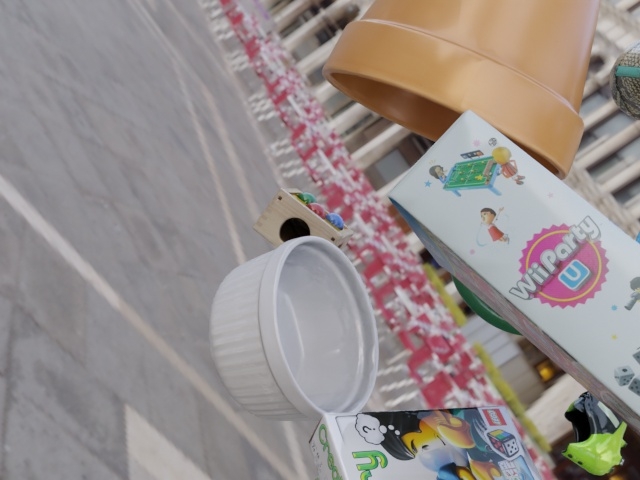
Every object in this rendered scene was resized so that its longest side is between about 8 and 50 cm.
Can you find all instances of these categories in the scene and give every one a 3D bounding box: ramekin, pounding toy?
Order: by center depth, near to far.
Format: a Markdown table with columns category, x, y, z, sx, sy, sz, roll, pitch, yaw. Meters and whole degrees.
| category | x | y | z | sx | sy | sz | roll | pitch | yaw |
| --- | --- | --- | --- | --- | --- | --- | --- | --- | --- |
| ramekin | -0.033 | 0.106 | 1.091 | 0.207 | 0.109 | 0.207 | 32 | 51 | -48 |
| pounding toy | 0.003 | 0.004 | 1.573 | 0.206 | 0.094 | 0.181 | 38 | 9 | 7 |

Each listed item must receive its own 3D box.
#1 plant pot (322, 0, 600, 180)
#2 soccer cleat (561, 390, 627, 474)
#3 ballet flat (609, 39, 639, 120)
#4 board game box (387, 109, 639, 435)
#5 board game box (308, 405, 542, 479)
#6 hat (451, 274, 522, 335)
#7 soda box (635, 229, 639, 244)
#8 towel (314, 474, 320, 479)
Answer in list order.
| category | x | y | z | sx | sy | sz | roll | pitch | yaw |
| --- | --- | --- | --- | --- | --- | --- | --- | --- | --- |
| plant pot | 0.175 | -0.214 | 1.063 | 0.291 | 0.203 | 0.291 | 25 | 2 | -1 |
| soccer cleat | 0.336 | 0.197 | 1.164 | 0.072 | 0.060 | 0.179 | 26 | 48 | 3 |
| ballet flat | 0.666 | -0.196 | 1.398 | 0.182 | 0.483 | 0.164 | -109 | -152 | -78 |
| board game box | 0.213 | 0.055 | 0.760 | 0.303 | 0.097 | 0.224 | 44 | 1 | 24 |
| board game box | 0.123 | 0.273 | 0.800 | 0.193 | 0.053 | 0.305 | 1 | 42 | -24 |
| hat | 0.275 | 0.005 | 1.207 | 0.208 | 0.173 | 0.183 | 58 | 38 | -21 |
| soda box | 0.561 | -0.017 | 1.555 | 0.071 | 0.210 | 0.067 | 8 | -40 | 35 |
| towel | 0.199 | 0.396 | 1.236 | 0.375 | 0.090 | 0.320 | 11 | -28 | 21 |
